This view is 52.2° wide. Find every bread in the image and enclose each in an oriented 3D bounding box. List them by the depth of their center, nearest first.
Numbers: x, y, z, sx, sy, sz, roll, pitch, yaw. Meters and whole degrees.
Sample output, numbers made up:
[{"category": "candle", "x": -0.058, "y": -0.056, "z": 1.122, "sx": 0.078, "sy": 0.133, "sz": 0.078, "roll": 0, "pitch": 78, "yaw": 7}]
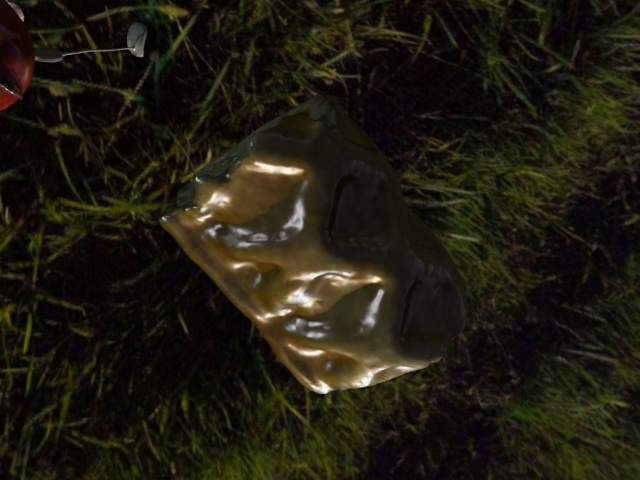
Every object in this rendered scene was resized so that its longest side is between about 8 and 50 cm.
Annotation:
[{"category": "bread", "x": -0.004, "y": 0.002, "z": 0.611, "sx": 0.196, "sy": 0.238, "sz": 0.252, "roll": -38, "pitch": 106, "yaw": 5}]

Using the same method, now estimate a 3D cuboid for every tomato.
[{"category": "tomato", "x": -0.448, "y": -0.243, "z": 0.807, "sx": 0.187, "sy": 0.151, "sz": 0.187, "roll": -26, "pitch": 136, "yaw": -28}]

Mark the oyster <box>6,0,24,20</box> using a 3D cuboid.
[{"category": "oyster", "x": -0.792, "y": -0.469, "z": 1.597, "sx": 0.162, "sy": 0.107, "sz": 0.233, "roll": -56, "pitch": 165, "yaw": -37}]

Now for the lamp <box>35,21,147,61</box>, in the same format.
[{"category": "lamp", "x": -0.385, "y": -0.330, "z": 1.092, "sx": 0.198, "sy": 0.050, "sz": 0.056, "roll": -21, "pitch": 136, "yaw": -41}]
